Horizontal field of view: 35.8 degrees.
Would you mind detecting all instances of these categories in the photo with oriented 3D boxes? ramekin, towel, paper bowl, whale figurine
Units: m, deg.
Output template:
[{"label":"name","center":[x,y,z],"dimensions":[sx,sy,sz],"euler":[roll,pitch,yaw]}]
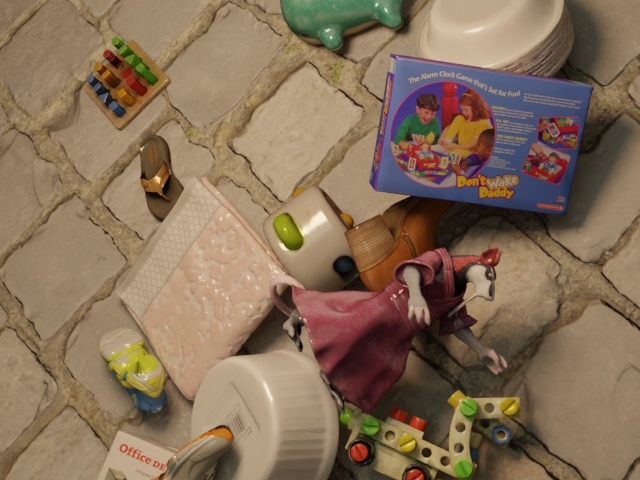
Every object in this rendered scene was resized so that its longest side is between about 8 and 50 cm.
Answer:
[{"label":"ramekin","center":[-0.108,0.329,1.743],"dimensions":[0.277,0.135,0.277],"euler":[-9,77,46]},{"label":"towel","center":[-0.240,0.089,1.937],"dimensions":[0.317,0.053,0.332],"euler":[48,112,28]},{"label":"paper bowl","center":[0.317,-0.399,1.843],"dimensions":[0.284,0.148,0.284],"euler":[-17,44,17]},{"label":"whale figurine","center":[0.043,-0.500,2.037],"dimensions":[0.271,0.141,0.216],"euler":[10,75,24]}]

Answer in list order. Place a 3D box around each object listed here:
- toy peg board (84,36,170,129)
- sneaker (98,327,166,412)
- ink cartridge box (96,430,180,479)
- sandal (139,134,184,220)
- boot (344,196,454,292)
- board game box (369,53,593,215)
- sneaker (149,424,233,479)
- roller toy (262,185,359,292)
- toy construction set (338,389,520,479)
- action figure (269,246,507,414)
[{"label":"toy peg board","center":[-0.451,-0.364,2.219],"dimensions":[0.160,0.079,0.161],"euler":[-44,62,2]},{"label":"sneaker","center":[-0.371,0.266,1.958],"dimensions":[0.091,0.126,0.240],"euler":[-19,26,-21]},{"label":"ink cartridge box","center":[-0.328,0.516,1.836],"dimensions":[0.198,0.115,0.273],"euler":[16,78,25]},{"label":"sandal","center":[-0.346,-0.138,2.107],"dimensions":[0.089,0.060,0.219],"euler":[-22,65,13]},{"label":"boot","center":[0.187,0.032,1.800],"dimensions":[0.109,0.283,0.220],"euler":[-25,93,46]},{"label":"board game box","center":[0.276,-0.183,1.726],"dimensions":[0.346,0.078,0.234],"euler":[8,104,-7]},{"label":"sneaker","center":[-0.216,0.423,1.697],"dimensions":[0.121,0.099,0.262],"euler":[49,117,12]},{"label":"roller toy","center":[0.000,0.000,1.851],"dimensions":[0.146,0.209,0.191],"euler":[-37,101,6]},{"label":"toy construction set","center":[0.161,0.310,1.696],"dimensions":[0.327,0.151,0.215],"euler":[21,82,27]},{"label":"action figure","center":[0.142,0.114,1.646],"dimensions":[0.370,0.248,0.276],"euler":[-35,42,-1]}]
